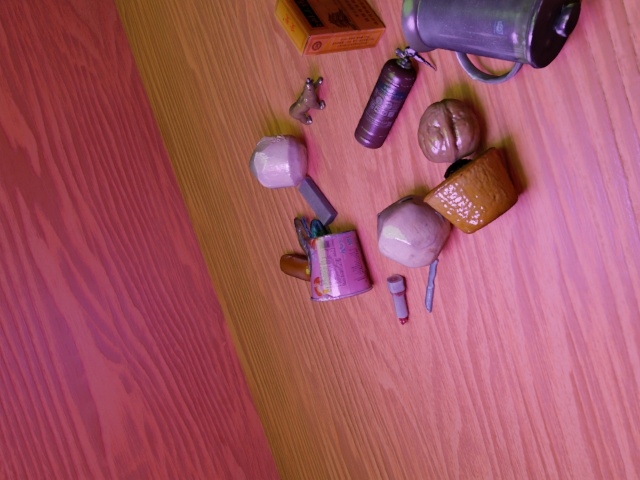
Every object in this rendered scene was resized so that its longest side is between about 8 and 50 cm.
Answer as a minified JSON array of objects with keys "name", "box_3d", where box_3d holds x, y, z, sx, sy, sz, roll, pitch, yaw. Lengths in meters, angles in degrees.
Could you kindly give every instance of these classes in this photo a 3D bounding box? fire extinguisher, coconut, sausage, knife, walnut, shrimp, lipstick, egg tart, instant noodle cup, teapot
[{"name":"fire extinguisher","box_3d":[0.218,-0.420,1.217,0.138,0.102,0.344,28,136,1]},{"name":"coconut","box_3d":[0.263,-0.031,1.256,0.224,0.224,0.224,30,130,44]},{"name":"coconut","box_3d":[-0.172,-0.308,1.673,0.233,0.224,0.224,3,118,6]},{"name":"sausage","box_3d":[-0.096,0.121,1.923,0.274,0.105,0.105,11,115,52]},{"name":"knife","box_3d":[0.359,0.146,1.373,0.028,0.015,0.210,25,127,39]},{"name":"walnut","box_3d":[0.329,-0.280,1.090,0.166,0.149,0.167,3,97,21]},{"name":"shrimp","box_3d":[-0.057,-0.005,1.805,0.253,0.058,0.173,55,163,44]},{"name":"lipstick","box_3d":[0.281,0.218,1.489,0.063,0.057,0.186,-123,17,-71]},{"name":"egg tart","box_3d":[0.375,-0.121,1.058,0.171,0.215,0.215,54,145,4]},{"name":"instant noodle cup","box_3d":[0.056,0.090,1.585,0.243,0.242,0.231,-11,92,56]},{"name":"teapot","box_3d":[0.369,-0.462,0.910,0.337,0.200,0.270,33,158,39]}]

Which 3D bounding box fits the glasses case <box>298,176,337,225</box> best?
[{"name":"glasses case","box_3d":[-0.012,-0.160,1.706,0.205,0.047,0.071,55,138,21]}]

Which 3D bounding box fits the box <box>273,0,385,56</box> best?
[{"name":"box","box_3d":[0.028,-0.625,1.204,0.174,0.274,0.076,59,149,16]}]

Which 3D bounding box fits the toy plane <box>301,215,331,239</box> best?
[{"name":"toy plane","box_3d":[0.000,0.000,1.727,0.060,0.096,0.235,-35,76,56]}]

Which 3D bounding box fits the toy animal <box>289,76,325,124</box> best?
[{"name":"toy animal","box_3d":[-0.051,-0.507,1.533,0.218,0.101,0.103,-29,81,56]}]
